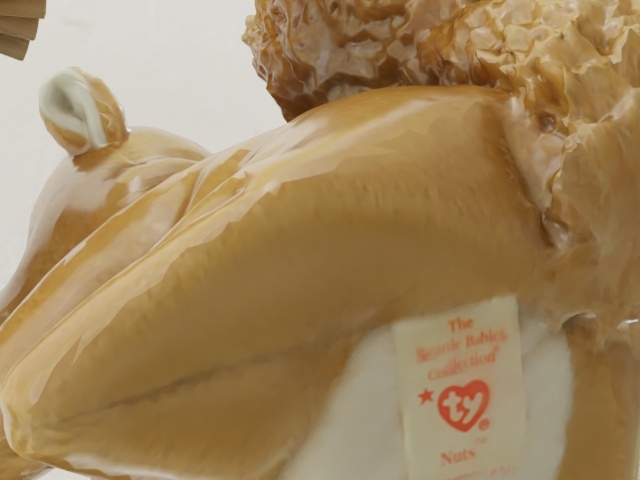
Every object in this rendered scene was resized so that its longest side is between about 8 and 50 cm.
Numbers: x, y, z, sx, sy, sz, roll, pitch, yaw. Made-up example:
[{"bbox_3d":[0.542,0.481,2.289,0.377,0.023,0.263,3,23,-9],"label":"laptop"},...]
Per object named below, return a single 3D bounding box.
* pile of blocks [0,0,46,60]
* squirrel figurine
[{"bbox_3d":[-0.198,-0.094,0.767,0.149,0.112,0.362,16,-87,-28],"label":"pile of blocks"},{"bbox_3d":[0.000,0.000,0.783,0.397,0.370,0.281,-49,-63,-7],"label":"squirrel figurine"}]
